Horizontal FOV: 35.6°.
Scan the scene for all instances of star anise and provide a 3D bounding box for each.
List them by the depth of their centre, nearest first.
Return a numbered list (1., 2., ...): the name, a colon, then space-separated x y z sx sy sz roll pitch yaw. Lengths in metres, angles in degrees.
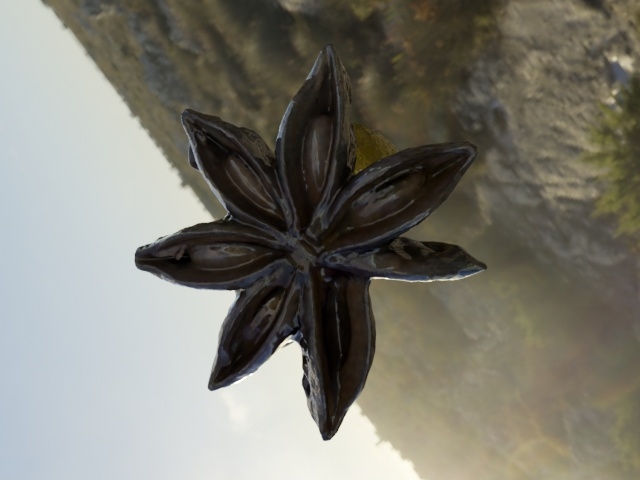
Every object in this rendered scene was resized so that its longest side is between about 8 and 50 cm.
1. star anise: -0.015 -0.007 0.587 0.197 0.212 0.073 42 -167 8

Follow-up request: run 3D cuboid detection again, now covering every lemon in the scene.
1. lemon: 0.023 -0.045 0.662 0.083 0.062 0.062 38 169 27
